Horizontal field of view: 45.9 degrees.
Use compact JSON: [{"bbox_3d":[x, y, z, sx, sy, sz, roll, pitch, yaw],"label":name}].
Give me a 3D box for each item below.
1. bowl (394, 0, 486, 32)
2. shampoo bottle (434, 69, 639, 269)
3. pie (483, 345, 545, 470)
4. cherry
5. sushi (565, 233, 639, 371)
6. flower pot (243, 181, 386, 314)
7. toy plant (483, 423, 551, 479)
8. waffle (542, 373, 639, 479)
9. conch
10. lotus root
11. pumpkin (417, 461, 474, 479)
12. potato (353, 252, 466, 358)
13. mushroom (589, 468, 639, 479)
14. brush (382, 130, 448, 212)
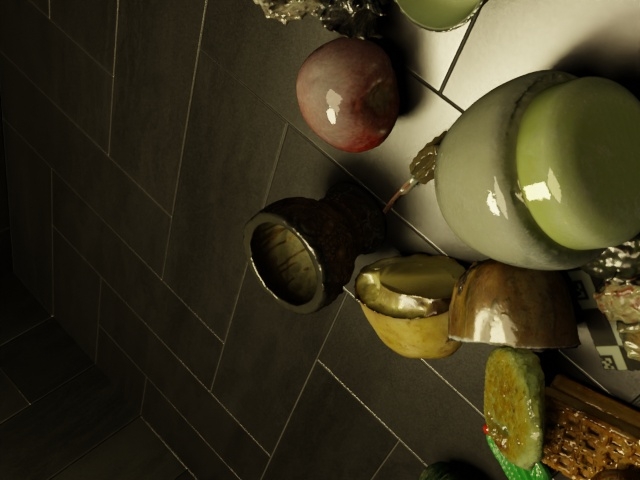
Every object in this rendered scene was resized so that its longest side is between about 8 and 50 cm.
[{"bbox_3d":[0.227,-0.477,1.302,0.211,0.112,0.212,28,134,34],"label":"bowl"},{"bbox_3d":[0.361,-0.112,1.244,0.317,0.322,0.323,-3,114,58],"label":"shampoo bottle"},{"bbox_3d":[0.419,0.346,1.596,0.277,0.078,0.277,176,90,-80],"label":"pie"},{"bbox_3d":[0.043,-0.299,1.550,0.239,0.206,0.239,25,142,22],"label":"cherry"},{"bbox_3d":[0.559,0.103,1.356,0.296,0.100,0.373,-9,109,50],"label":"sushi"},{"bbox_3d":[0.000,0.000,1.759,0.266,0.267,0.267,26,131,34],"label":"flower pot"},{"bbox_3d":[0.444,0.483,1.763,0.240,0.088,0.155,53,157,21],"label":"toy plant"},{"bbox_3d":[0.591,0.431,1.560,0.308,0.091,0.213,26,133,34],"label":"waffle"},{"bbox_3d":[-0.005,-0.491,1.449,0.313,0.241,0.186,37,153,5],"label":"conch"},{"bbox_3d":[0.373,0.118,1.472,0.272,0.272,0.192,-7,91,49],"label":"lotus root"},{"bbox_3d":[0.342,0.670,1.952,0.211,0.152,0.212,39,164,14],"label":"pumpkin"},{"bbox_3d":[0.221,0.164,1.690,0.285,0.242,0.243,2,117,37],"label":"potato"},{"bbox_3d":[0.583,0.508,1.484,0.126,0.085,0.109,50,142,-7],"label":"mushroom"},{"bbox_3d":[0.202,-0.137,1.602,0.071,0.084,0.301,51,148,6],"label":"brush"}]
